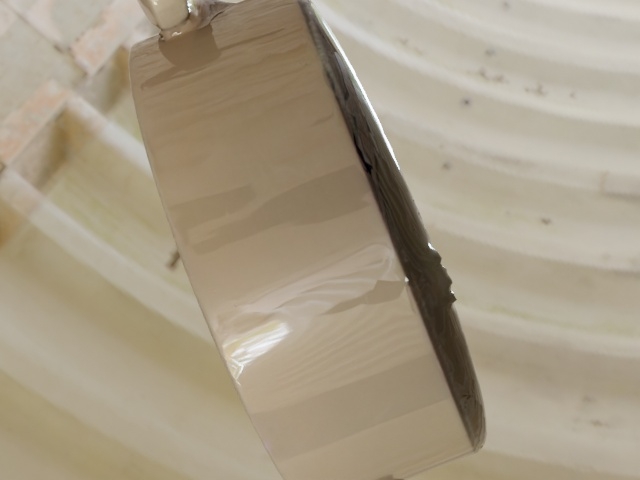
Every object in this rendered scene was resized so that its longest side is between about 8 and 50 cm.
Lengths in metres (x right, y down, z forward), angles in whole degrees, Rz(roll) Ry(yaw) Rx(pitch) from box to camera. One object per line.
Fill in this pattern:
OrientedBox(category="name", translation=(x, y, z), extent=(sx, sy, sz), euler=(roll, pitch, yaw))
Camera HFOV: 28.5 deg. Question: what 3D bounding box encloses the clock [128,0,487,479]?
OrientedBox(category="clock", translation=(0.000, 0.000, 0.383), extent=(0.063, 0.229, 0.155), euler=(-20, -168, 4))
